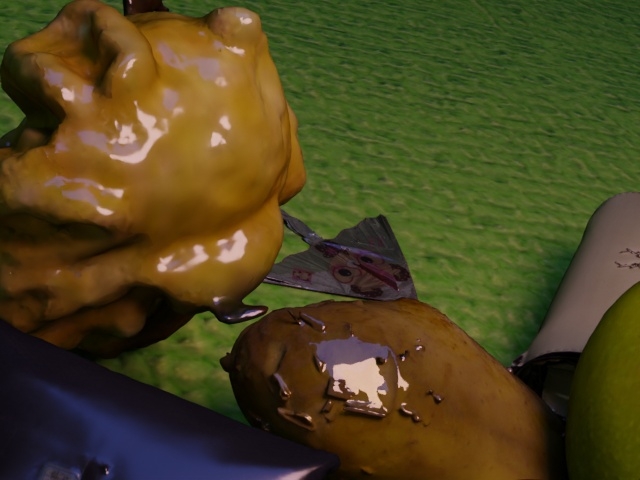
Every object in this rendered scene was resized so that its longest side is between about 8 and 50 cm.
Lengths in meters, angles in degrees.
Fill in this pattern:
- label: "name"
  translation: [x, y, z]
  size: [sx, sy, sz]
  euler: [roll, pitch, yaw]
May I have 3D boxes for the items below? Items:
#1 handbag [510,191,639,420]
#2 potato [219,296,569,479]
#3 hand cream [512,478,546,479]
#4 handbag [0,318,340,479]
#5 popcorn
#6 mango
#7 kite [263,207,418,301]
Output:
- label: "handbag"
  translation: [0.319, 0.092, 1.135]
  size: [0.237, 0.160, 0.358]
  euler: [18, 29, 15]
- label: "potato"
  translation: [0.067, 0.126, 0.902]
  size: [0.300, 0.140, 0.173]
  euler: [28, 24, -25]
- label: "hand cream"
  translation: [0.102, 0.240, 0.728]
  size: [0.125, 0.193, 0.193]
  euler: [-5, 37, -38]
- label: "handbag"
  translation: [-0.143, 0.175, 0.768]
  size: [0.254, 0.088, 0.211]
  euler: [21, 57, 10]
- label: "popcorn"
  translation: [-0.138, -0.034, 0.936]
  size: [0.297, 0.316, 0.281]
  euler: [-23, 58, -33]
- label: "mango"
  translation: [0.261, 0.184, 0.846]
  size: [0.192, 0.156, 0.343]
  euler: [4, 72, -20]
- label: "kite"
  translation: [0.000, 0.001, 1.258]
  size: [0.250, 0.012, 0.229]
  euler: [33, 31, 27]
